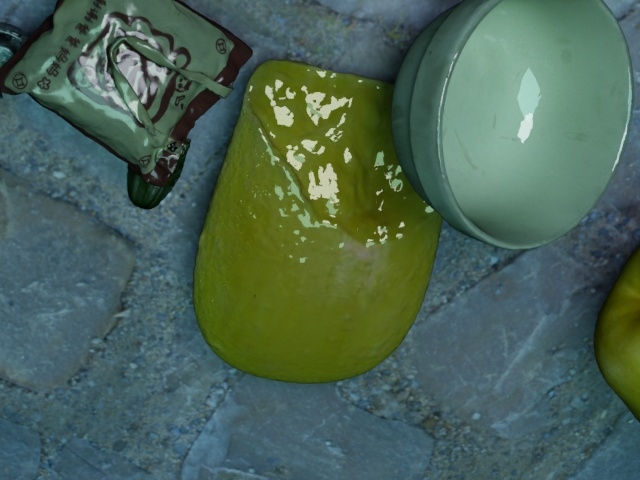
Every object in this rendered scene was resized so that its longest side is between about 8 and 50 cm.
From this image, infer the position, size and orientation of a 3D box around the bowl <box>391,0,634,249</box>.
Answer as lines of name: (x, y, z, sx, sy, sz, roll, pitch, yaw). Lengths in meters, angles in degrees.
bowl: (0.203, -0.149, 1.237, 0.307, 0.163, 0.307, -9, 105, -34)

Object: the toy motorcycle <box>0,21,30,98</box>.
toy motorcycle: (-0.487, -0.208, 1.218, 0.296, 0.109, 0.198, 22, 118, -22)

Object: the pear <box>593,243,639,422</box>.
pear: (0.550, 0.123, 1.325, 0.418, 0.362, 0.362, 17, 113, -19)

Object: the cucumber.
cucumber: (-0.207, -0.083, 1.335, 0.067, 0.035, 0.107, 15, 115, -14)

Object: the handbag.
handbag: (-0.223, -0.202, 1.228, 0.235, 0.127, 0.213, 35, 84, -25)

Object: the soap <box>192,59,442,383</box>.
soap: (0.001, 0.001, 1.350, 0.306, 0.115, 0.427, 5, 115, -16)
